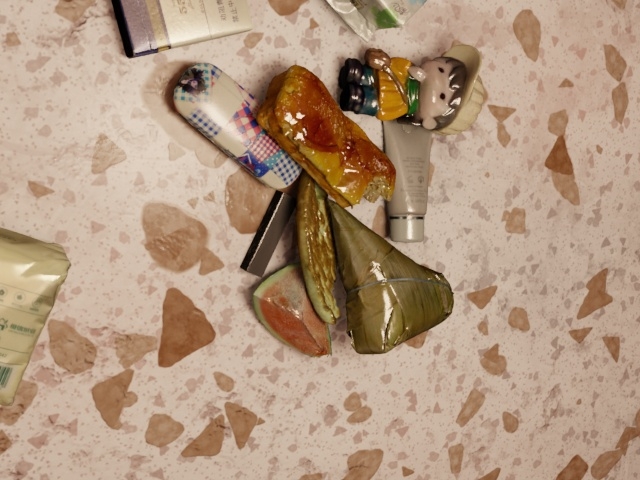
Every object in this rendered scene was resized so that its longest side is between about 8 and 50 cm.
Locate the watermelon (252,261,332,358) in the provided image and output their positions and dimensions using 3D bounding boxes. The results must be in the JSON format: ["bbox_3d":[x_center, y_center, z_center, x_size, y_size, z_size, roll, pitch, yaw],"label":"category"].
[{"bbox_3d":[-0.046,0.147,1.737,0.231,0.128,0.146,59,45,-37],"label":"watermelon"}]

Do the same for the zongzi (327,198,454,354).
[{"bbox_3d":[0.159,0.052,1.778,0.323,0.160,0.361,-18,88,-51],"label":"zongzi"}]

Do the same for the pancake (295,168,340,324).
[{"bbox_3d":[-0.005,0.000,1.704,0.197,0.054,0.377,1,85,-64],"label":"pancake"}]

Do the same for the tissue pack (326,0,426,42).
[{"bbox_3d":[0.078,-0.540,1.610,0.229,0.159,0.145,44,81,-27],"label":"tissue pack"}]

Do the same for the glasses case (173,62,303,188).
[{"bbox_3d":[-0.164,-0.234,1.600,0.327,0.076,0.125,39,79,-27],"label":"glasses case"}]

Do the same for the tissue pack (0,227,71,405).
[{"bbox_3d":[-0.674,0.092,1.343,0.380,0.207,0.297,25,91,-28],"label":"tissue pack"}]

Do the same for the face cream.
[{"bbox_3d":[0.206,-0.152,1.802,0.143,0.089,0.315,1,93,-25],"label":"face cream"}]

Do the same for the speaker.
[{"bbox_3d":[-0.113,-0.014,1.693,0.046,0.040,0.191,26,88,-30],"label":"speaker"}]

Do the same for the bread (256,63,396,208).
[{"bbox_3d":[0.028,-0.196,1.638,0.380,0.109,0.185,43,43,-33],"label":"bread"}]

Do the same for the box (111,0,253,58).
[{"bbox_3d":[-0.275,-0.465,1.501,0.259,0.071,0.168,-18,108,-21],"label":"box"}]

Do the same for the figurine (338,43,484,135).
[{"bbox_3d":[0.206,-0.333,1.732,0.332,0.204,0.185,-2,77,-1],"label":"figurine"}]
